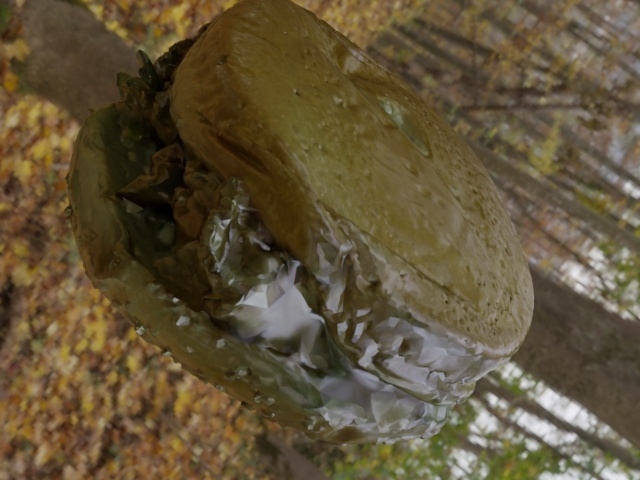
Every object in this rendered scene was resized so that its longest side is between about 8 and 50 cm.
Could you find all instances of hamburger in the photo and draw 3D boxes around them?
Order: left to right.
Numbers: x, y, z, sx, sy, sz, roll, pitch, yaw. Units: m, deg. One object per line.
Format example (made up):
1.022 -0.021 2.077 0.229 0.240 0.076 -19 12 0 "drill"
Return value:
0.000 0.000 0.458 0.215 0.189 0.122 26 121 -36 "hamburger"
